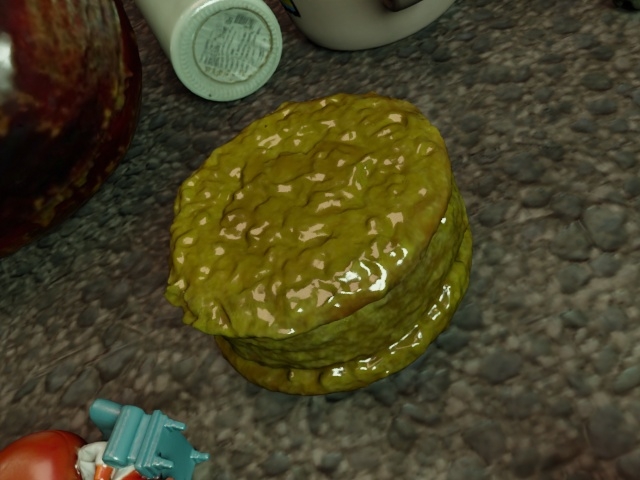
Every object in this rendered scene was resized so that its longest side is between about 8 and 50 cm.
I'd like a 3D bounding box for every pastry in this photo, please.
[{"bbox_3d":[0.000,0.000,0.464,0.188,0.103,0.189,-14,45,15],"label":"pastry"}]

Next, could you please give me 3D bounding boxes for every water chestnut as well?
[{"bbox_3d":[-0.323,-0.133,0.640,0.350,0.302,0.351,0,82,0],"label":"water chestnut"}]

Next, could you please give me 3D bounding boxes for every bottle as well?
[{"bbox_3d":[-0.123,-0.232,0.747,0.104,0.104,0.245,-31,43,-3],"label":"bottle"}]

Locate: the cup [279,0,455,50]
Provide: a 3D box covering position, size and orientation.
[{"bbox_3d":[0.034,-0.267,0.628,0.191,0.200,0.253,-27,42,2],"label":"cup"}]

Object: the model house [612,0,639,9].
[{"bbox_3d":[0.285,-0.320,0.550,0.204,0.218,0.279,20,65,40],"label":"model house"}]

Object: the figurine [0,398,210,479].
[{"bbox_3d":[-0.135,0.134,0.432,0.140,0.068,0.075,-8,49,18],"label":"figurine"}]
